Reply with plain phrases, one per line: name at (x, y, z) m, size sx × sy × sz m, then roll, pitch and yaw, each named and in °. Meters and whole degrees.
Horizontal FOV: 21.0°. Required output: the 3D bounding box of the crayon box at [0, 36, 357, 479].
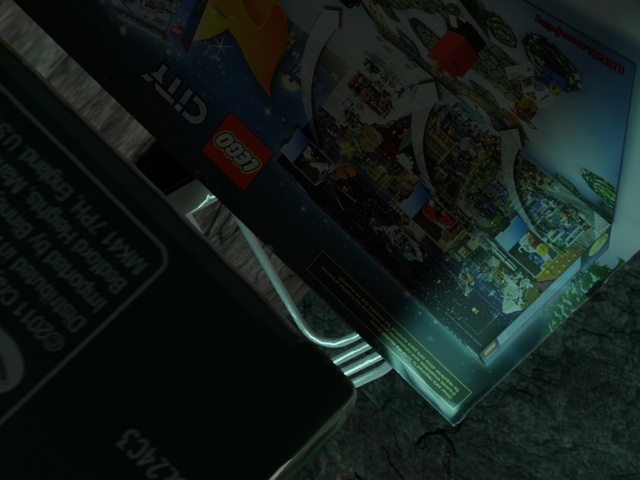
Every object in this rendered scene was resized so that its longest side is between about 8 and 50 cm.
crayon box at (-0.111, 0.033, 0.546) m, size 0.083 × 0.203 × 0.323 m, roll -44°, pitch 175°, yaw -16°

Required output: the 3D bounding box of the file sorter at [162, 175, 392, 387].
file sorter at (0.000, 0.000, 1.220) m, size 0.193 × 0.173 × 0.278 m, roll -28°, pitch -175°, yaw 28°

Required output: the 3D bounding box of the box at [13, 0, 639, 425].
box at (0.013, -0.073, 0.557) m, size 0.159 × 0.233 × 0.044 m, roll -49°, pitch 175°, yaw 36°
